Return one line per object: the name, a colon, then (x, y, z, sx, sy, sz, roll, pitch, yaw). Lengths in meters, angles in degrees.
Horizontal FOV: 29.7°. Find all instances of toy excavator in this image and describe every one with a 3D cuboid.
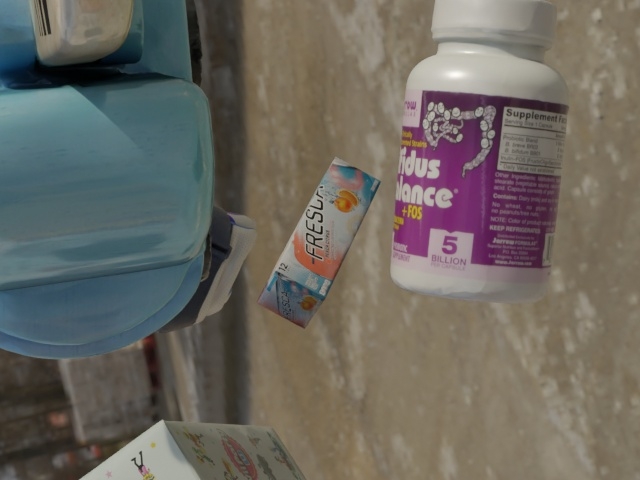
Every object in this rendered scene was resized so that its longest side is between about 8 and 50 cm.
toy excavator: (-0.149, -0.114, 0.725, 0.445, 0.222, 0.432, -151, 55, -67)

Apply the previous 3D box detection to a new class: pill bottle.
pill bottle: (0.165, -0.094, 1.239, 0.169, 0.169, 0.301, -160, 75, -74)

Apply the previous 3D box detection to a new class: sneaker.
sneaker: (-0.185, -0.048, 1.453, 0.130, 0.236, 0.322, 14, 109, 47)

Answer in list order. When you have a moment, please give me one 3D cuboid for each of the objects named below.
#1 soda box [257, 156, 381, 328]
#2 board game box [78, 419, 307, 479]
soda box: (0.000, 0.000, 1.240, 0.063, 0.058, 0.183, -58, 4, 48)
board game box: (-0.168, 0.295, 1.313, 0.097, 0.224, 0.303, 57, -171, 17)
